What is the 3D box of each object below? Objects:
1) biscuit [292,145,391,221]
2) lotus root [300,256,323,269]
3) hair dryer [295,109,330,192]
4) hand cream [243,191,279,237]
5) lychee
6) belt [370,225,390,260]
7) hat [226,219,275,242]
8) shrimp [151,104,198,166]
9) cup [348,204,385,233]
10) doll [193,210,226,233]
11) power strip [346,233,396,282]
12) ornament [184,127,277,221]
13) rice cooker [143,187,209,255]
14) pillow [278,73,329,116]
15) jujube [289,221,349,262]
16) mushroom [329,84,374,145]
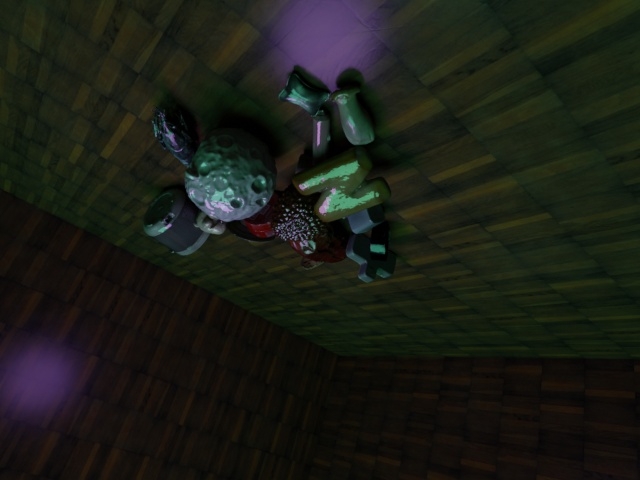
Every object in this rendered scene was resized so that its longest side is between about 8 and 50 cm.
[{"bbox_3d":[0.072,-0.181,1.497,0.290,0.062,0.237,-17,129,27],"label":"biscuit"},{"bbox_3d":[-0.041,0.099,2.346,0.159,0.096,0.135,-18,168,-19],"label":"lotus root"},{"bbox_3d":[0.022,-0.297,1.503,0.210,0.126,0.353,13,147,8],"label":"hair dryer"},{"bbox_3d":[-0.247,-0.118,1.923,0.192,0.193,0.125,10,152,15],"label":"hand cream"},{"bbox_3d":[-0.084,-0.103,1.749,0.271,0.272,0.271,14,154,7],"label":"lychee"},{"bbox_3d":[0.259,0.012,1.910,0.078,0.151,0.198,5,161,14],"label":"belt"},{"bbox_3d":[-0.322,-0.095,2.090,0.251,0.252,0.110,18,113,-1],"label":"hat"},{"bbox_3d":[-0.556,-0.394,1.622,0.171,0.137,0.372,-4,152,6],"label":"shrimp"},{"bbox_3d":[0.200,-0.094,1.801,0.128,0.095,0.129,-10,169,-36],"label":"cup"},{"bbox_3d":[-0.468,-0.118,1.983,0.149,0.175,0.278,58,153,3],"label":"doll"},{"bbox_3d":[0.231,0.098,2.041,0.264,0.194,0.059,31,149,-23],"label":"power strip"},{"bbox_3d":[-0.314,-0.230,1.578,0.336,0.338,0.337,14,154,7],"label":"ornament"},{"bbox_3d":[-0.690,-0.090,2.164,0.288,0.289,0.277,-5,147,39],"label":"rice cooker"},{"bbox_3d":[-0.051,-0.435,1.323,0.135,0.091,0.055,26,-164,-20],"label":"pillow"},{"bbox_3d":[0.000,0.000,2.001,0.216,0.217,0.342,-4,160,38],"label":"jujube"},{"bbox_3d":[0.100,-0.373,1.324,0.097,0.088,0.212,32,165,46],"label":"mushroom"}]
